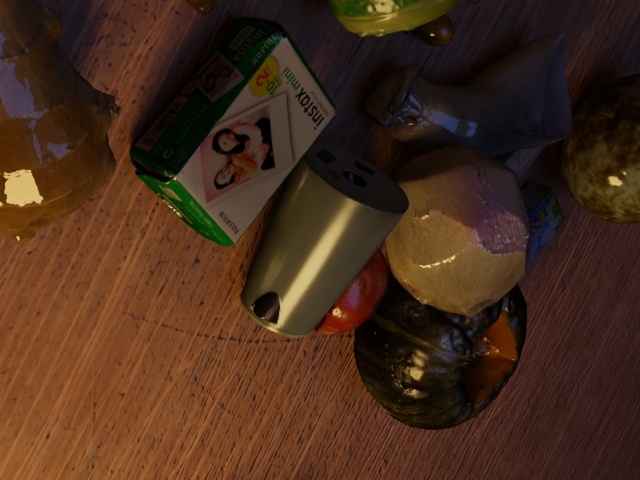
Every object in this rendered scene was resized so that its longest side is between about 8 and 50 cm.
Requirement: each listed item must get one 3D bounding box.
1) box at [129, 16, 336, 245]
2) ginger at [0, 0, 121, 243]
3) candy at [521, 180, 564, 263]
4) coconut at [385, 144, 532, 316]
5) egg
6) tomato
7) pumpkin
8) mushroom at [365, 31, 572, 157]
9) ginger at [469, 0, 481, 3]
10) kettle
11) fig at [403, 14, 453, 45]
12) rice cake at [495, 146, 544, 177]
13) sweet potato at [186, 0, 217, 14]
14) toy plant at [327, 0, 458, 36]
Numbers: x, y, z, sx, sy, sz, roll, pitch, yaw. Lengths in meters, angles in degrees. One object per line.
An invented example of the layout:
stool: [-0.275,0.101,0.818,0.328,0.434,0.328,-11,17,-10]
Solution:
box: [-0.107,-0.137,1.435,0.250,0.103,0.180,-53,140,-11]
ginger: [-0.355,-0.169,1.169,0.236,0.166,0.375,-21,112,6]
candy: [0.346,-0.003,2.035,0.194,0.062,0.097,-50,140,-16]
coconut: [0.197,-0.007,1.663,0.227,0.227,0.230,21,52,-51]
egg: [0.546,-0.167,2.027,0.289,0.238,0.238,-66,146,-30]
tomato: [0.053,0.080,1.688,0.155,0.069,0.155,-60,-176,7]
pumpkin: [0.203,0.160,1.869,0.320,0.192,0.320,-29,134,-35]
mushroom: [0.229,-0.201,1.749,0.397,0.126,0.177,-20,114,-39]
ginger: [0.236,-0.407,1.703,0.057,0.044,0.137,-27,130,-12]
kettle: [0.000,0.000,1.593,0.243,0.160,0.210,-59,173,25]
fig: [0.154,-0.305,1.669,0.083,0.050,0.050,-7,117,-30]
rice cake: [0.308,-0.116,1.941,0.270,0.049,0.055,-48,117,-17]
sweet potato: [-0.133,-0.382,1.295,0.075,0.075,0.273,-19,127,-40]
toy plant: [0.070,-0.430,1.420,0.224,0.184,0.315,-27,121,-12]
